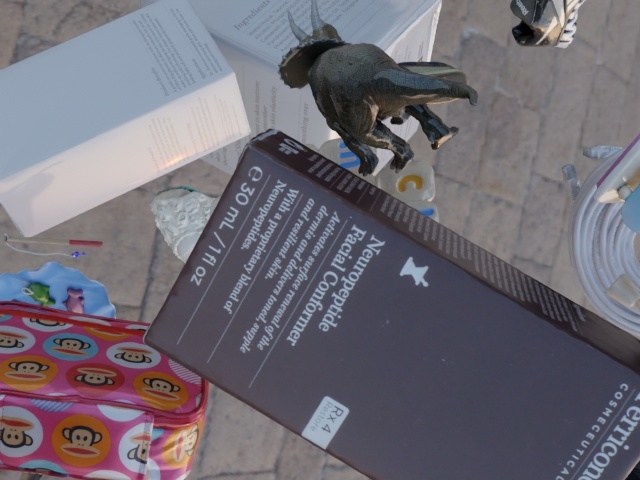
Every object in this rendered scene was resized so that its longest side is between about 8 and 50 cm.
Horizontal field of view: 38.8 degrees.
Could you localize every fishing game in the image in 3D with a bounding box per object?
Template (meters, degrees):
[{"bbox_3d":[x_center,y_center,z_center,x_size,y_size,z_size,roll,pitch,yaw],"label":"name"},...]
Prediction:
[{"bbox_3d":[-0.382,0.112,1.271,0.189,0.041,0.264,5,119,-9],"label":"fishing game"}]

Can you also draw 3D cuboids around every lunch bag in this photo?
[{"bbox_3d":[-0.278,0.168,1.079,0.293,0.258,0.120,10,109,-9],"label":"lunch bag"}]

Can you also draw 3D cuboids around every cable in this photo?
[{"bbox_3d":[0.437,-0.002,1.122,0.089,0.257,0.257,-30,111,-68],"label":"cable"}]

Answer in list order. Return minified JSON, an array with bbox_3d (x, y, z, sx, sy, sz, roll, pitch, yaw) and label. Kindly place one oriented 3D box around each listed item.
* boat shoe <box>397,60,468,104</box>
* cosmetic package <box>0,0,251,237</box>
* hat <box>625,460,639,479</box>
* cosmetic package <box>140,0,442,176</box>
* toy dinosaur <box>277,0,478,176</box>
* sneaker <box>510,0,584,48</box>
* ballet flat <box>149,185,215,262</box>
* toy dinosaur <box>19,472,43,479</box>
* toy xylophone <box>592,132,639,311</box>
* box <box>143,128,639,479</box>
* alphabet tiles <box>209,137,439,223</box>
[{"bbox_3d":[0.106,-0.194,1.132,0.152,0.049,0.056,-3,121,-15],"label":"boat shoe"},{"bbox_3d":[-0.312,-0.184,1.308,0.365,0.197,0.155,-26,151,-8],"label":"cosmetic package"},{"bbox_3d":[0.248,0.306,0.827,0.134,0.331,0.331,-41,129,-59],"label":"hat"},{"bbox_3d":[-0.052,-0.304,1.595,0.327,0.394,0.329,-48,159,-31],"label":"cosmetic package"},{"bbox_3d":[0.044,-0.150,0.943,0.160,0.313,0.121,39,92,-25],"label":"toy dinosaur"},{"bbox_3d":[0.337,-0.366,1.342,0.106,0.078,0.234,-12,149,-6],"label":"sneaker"},{"bbox_3d":[-0.192,0.045,1.834,0.147,0.147,0.409,-62,142,-18],"label":"ballet flat"},{"bbox_3d":[-0.410,0.281,1.303,0.064,0.118,0.268,109,2,-52],"label":"toy dinosaur"},{"bbox_3d":[0.391,0.039,0.827,0.081,0.323,0.236,-20,142,-46],"label":"toy xylophone"},{"bbox_3d":[0.070,0.087,0.752,0.191,0.381,0.143,-61,179,14],"label":"box"},{"bbox_3d":[0.000,0.000,1.051,0.021,0.278,0.284,63,22,-53],"label":"alphabet tiles"}]
